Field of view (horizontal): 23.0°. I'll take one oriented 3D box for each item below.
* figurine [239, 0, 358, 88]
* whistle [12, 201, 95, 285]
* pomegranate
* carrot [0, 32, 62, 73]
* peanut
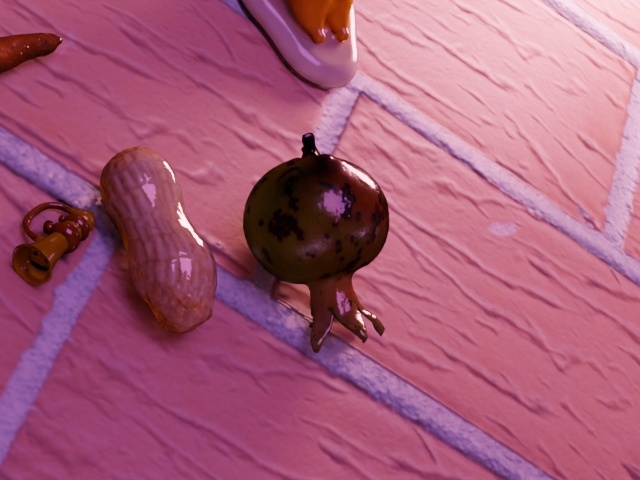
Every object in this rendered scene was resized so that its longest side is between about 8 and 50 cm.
[{"bbox_3d":[0.004,-0.324,1.906,0.166,0.141,0.250,-12,67,-42],"label":"figurine"},{"bbox_3d":[-0.267,-0.002,1.560,0.109,0.057,0.046,-56,143,-54],"label":"whistle"},{"bbox_3d":[0.007,0.007,1.666,0.156,0.156,0.220,-10,70,-40],"label":"pomegranate"},{"bbox_3d":[-0.345,-0.186,1.625,0.191,0.047,0.047,-24,75,-47],"label":"carrot"},{"bbox_3d":[-0.162,-0.004,1.591,0.087,0.087,0.207,-6,63,-38],"label":"peanut"}]
